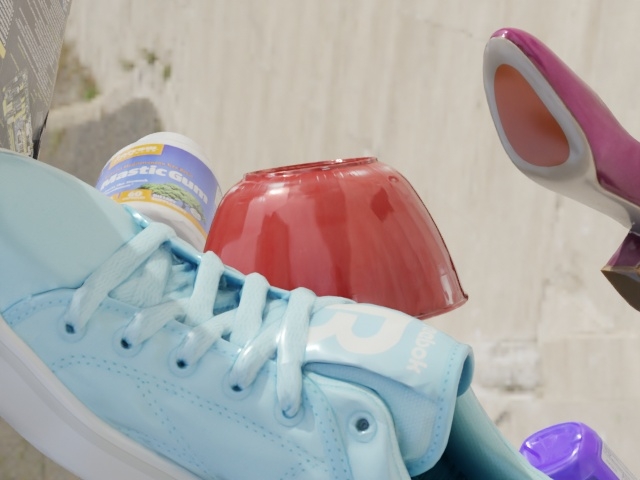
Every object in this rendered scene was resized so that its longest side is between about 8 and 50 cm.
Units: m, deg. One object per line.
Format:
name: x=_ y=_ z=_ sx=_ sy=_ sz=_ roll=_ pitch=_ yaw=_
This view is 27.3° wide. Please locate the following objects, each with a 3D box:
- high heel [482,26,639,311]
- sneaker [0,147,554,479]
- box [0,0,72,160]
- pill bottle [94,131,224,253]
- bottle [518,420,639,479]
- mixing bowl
high heel: x=0.306 y=-0.107 z=1.369 sx=0.127 sy=0.181 sz=0.377 roll=10 pitch=143 yaw=52
sneaker: x=-0.009 y=0.061 z=0.583 sx=0.150 sy=0.366 sz=0.135 roll=-46 pitch=8 yaw=31
box: x=-0.291 y=-0.199 z=1.023 sx=0.395 sy=0.097 sz=0.318 roll=83 pitch=-168 yaw=-72
pill bottle: x=-0.186 y=-0.024 z=1.482 sx=0.272 sy=0.152 sz=0.152 roll=-91 pitch=8 yaw=-64
bottle: x=0.370 y=0.351 z=1.696 sx=0.118 sy=0.283 sz=0.092 roll=-26 pitch=30 yaw=35
mixing bowl: x=0.000 y=0.000 z=0.842 sx=0.181 sy=0.181 sz=0.098 roll=-167 pitch=70 yaw=-75
